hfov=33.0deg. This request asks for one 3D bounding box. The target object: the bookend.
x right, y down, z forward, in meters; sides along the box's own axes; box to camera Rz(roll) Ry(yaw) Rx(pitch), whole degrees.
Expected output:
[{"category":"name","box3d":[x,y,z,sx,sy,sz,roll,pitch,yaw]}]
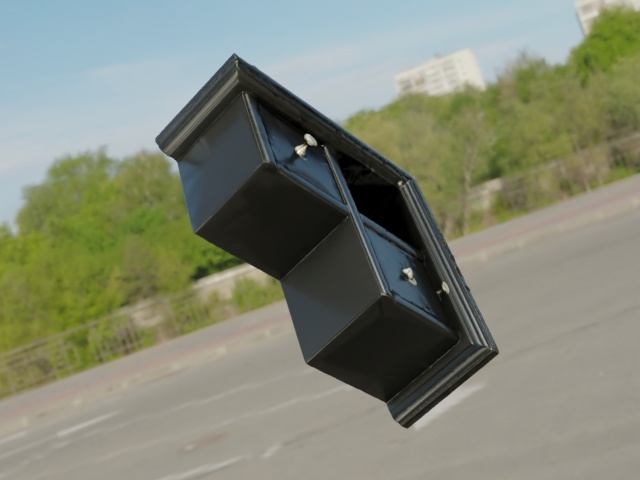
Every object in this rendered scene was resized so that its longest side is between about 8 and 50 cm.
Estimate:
[{"category":"bookend","box3d":[0.000,0.000,0.597,0.157,0.156,0.072,31,-64,-35]}]
